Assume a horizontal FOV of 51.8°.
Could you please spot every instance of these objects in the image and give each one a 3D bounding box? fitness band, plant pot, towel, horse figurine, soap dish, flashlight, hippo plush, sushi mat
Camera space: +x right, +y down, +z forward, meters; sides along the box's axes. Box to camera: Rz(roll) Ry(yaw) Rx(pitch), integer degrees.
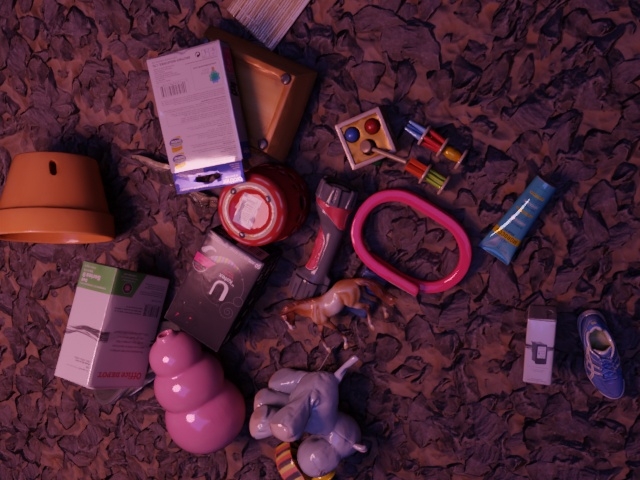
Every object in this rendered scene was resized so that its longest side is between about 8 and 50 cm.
[{"bbox_3d":[0.212,0.004,1.538,0.290,0.054,0.209,32,105,6],"label":"fitness band"},{"bbox_3d":[-0.666,-0.104,1.649,0.290,0.291,0.204,-3,85,16],"label":"plant pot"},{"bbox_3d":[0.111,0.127,1.600,0.067,0.029,0.119,29,107,5],"label":"towel"},{"bbox_3d":[-0.134,-0.080,1.550,0.191,0.174,0.191,3,104,13],"label":"plant pot"},{"bbox_3d":[0.051,0.163,1.565,0.263,0.066,0.174,-33,105,15],"label":"horse figurine"},{"bbox_3d":[-0.180,-0.340,1.534,0.290,0.118,0.229,26,107,10],"label":"soap dish"},{"bbox_3d":[0.000,0.000,1.572,0.103,0.103,0.304,11,113,-26],"label":"flashlight"},{"bbox_3d":[-0.014,0.443,1.642,0.294,0.234,0.237,-40,112,-21],"label":"hippo plush"},{"bbox_3d":[-0.073,-0.603,1.501,0.151,0.019,0.316,42,109,3],"label":"sushi mat"}]

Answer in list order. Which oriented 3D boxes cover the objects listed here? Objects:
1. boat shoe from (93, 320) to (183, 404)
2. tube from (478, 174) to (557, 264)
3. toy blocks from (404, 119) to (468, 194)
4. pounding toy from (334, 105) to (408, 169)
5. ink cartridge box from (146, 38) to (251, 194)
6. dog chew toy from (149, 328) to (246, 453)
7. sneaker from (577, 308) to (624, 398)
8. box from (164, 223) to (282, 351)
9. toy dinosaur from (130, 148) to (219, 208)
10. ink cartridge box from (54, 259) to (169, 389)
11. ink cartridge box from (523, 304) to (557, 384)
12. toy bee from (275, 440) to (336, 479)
[{"bbox_3d":[-0.477,0.331,1.779,0.320,0.103,0.118,-43,66,14],"label":"boat shoe"},{"bbox_3d":[0.443,-0.048,1.466,0.080,0.052,0.207,38,115,16],"label":"tube"},{"bbox_3d":[0.238,-0.191,1.484,0.148,0.054,0.123,34,108,6],"label":"toy blocks"},{"bbox_3d":[0.120,-0.220,1.486,0.130,0.100,0.141,-21,95,19],"label":"pounding toy"},{"bbox_3d":[-0.266,-0.270,1.477,0.185,0.065,0.311,-8,96,18],"label":"ink cartridge box"},{"bbox_3d":[-0.321,0.371,1.658,0.206,0.207,0.332,-14,111,18],"label":"dog chew toy"},{"bbox_3d":[0.621,0.261,1.461,0.080,0.081,0.211,-20,97,17],"label":"sneaker"},{"bbox_3d":[-0.239,0.109,1.633,0.165,0.143,0.270,31,109,7],"label":"box"},{"bbox_3d":[-0.362,-0.182,1.651,0.268,0.064,0.118,34,115,10],"label":"toy dinosaur"},{"bbox_3d":[-0.515,0.213,1.643,0.121,0.211,0.289,10,83,25],"label":"ink cartridge box"},{"bbox_3d":[0.491,0.230,1.475,0.063,0.109,0.151,4,103,18],"label":"ink cartridge box"},{"bbox_3d":[-0.014,0.649,1.679,0.298,0.162,0.195,33,106,6],"label":"toy bee"}]
